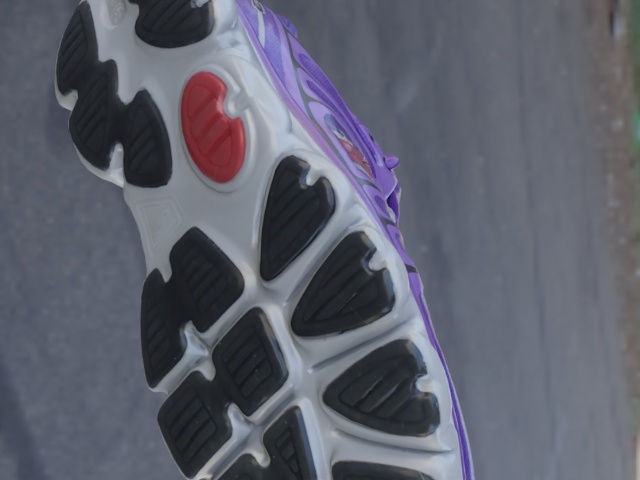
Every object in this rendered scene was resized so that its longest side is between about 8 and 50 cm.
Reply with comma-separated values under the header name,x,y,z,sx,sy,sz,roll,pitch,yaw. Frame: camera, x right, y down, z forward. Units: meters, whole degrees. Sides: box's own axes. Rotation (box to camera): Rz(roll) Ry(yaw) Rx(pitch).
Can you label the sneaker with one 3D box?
name,x,y,z,sx,sy,sz,roll,pitch,yaw
sneaker,0.000,0.000,0.380,0.071,0.068,0.170,15,43,-43
